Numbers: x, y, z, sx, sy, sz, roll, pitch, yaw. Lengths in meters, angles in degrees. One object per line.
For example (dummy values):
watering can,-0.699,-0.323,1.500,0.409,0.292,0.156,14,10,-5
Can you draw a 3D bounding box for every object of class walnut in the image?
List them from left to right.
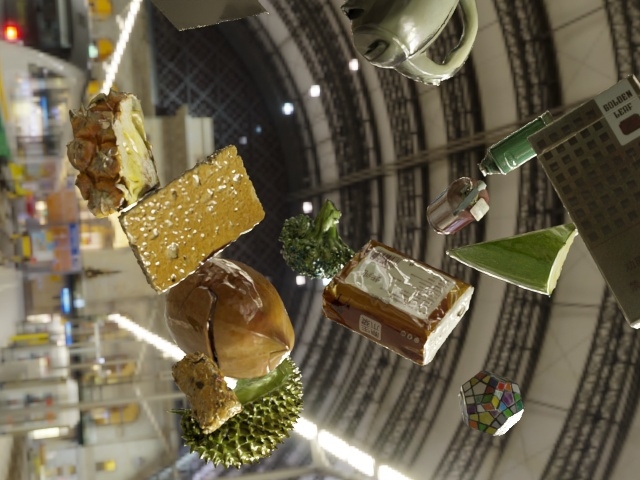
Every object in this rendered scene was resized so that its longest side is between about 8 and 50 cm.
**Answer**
walnut,-0.158,0.136,1.702,0.297,0.203,0.203,18,-67,44

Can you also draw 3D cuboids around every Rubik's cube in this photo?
Rubik's cube,0.279,0.266,1.559,0.093,0.111,0.111,53,6,-35

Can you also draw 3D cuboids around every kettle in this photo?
kettle,0.216,-0.512,2.148,0.228,0.320,0.324,-11,-131,62

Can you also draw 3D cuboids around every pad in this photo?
pad,-0.296,-0.551,1.911,0.367,0.247,0.007,44,53,-49

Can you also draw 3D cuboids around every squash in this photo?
squash,0.445,0.007,2.295,0.288,0.111,0.203,27,-69,26

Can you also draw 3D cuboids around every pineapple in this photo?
pineapple,-0.333,-0.126,1.543,0.186,0.114,0.237,44,34,-58

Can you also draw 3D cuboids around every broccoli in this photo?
broccoli,0.000,0.000,1.894,0.160,0.154,0.167,-63,-156,7

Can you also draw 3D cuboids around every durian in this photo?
durian,-0.148,0.362,2.029,0.169,0.351,0.158,21,-57,32

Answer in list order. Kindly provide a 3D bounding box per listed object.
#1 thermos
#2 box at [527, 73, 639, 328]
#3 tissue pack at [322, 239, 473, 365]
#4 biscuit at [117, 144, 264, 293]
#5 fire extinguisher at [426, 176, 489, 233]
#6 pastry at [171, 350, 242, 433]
thermos,0.422,-0.204,2.047,0.083,0.187,0.073,64,14,24
box,0.450,-0.058,1.369,0.180,0.047,0.325,-32,-112,21
tissue pack,0.141,0.108,1.742,0.226,0.183,0.092,27,-40,23
biscuit,-0.179,-0.033,1.348,0.025,0.231,0.131,-3,-64,47
fire extinguisher,0.305,-0.075,2.099,0.269,0.104,0.105,128,-43,-79
pastry,-0.174,0.226,1.447,0.080,0.056,0.140,-48,-129,15
